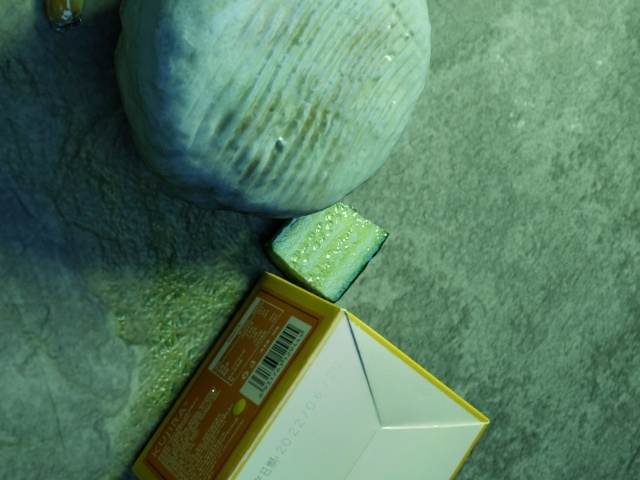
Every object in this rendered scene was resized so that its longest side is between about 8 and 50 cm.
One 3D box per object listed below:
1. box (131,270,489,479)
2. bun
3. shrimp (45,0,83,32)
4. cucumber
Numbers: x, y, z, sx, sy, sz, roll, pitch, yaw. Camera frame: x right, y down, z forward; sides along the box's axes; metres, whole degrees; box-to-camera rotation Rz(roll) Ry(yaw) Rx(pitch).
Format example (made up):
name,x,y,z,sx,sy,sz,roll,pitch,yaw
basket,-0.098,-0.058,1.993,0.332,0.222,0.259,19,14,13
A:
name,x,y,z,sx,sy,sz,roll,pitch,yaw
box,-0.016,0.231,1.304,0.259,0.214,0.283,39,82,-31
bun,-0.052,-0.190,1.184,0.362,0.211,0.362,-21,129,-28
shrimp,-0.204,-0.269,1.205,0.161,0.049,0.166,35,85,-25
cucumber,0.000,0.000,1.353,0.116,0.062,0.115,41,79,-20
